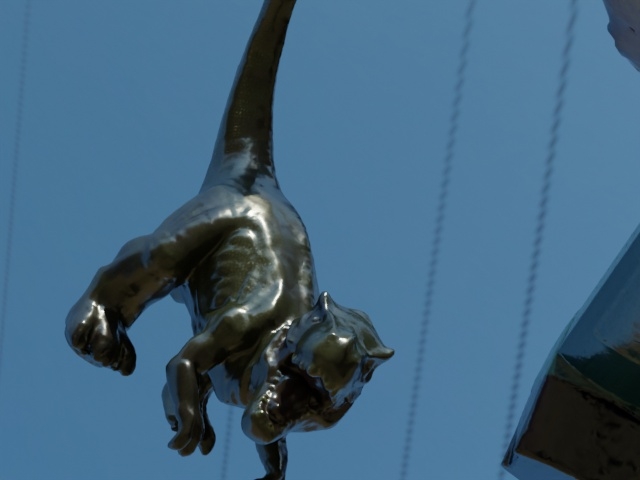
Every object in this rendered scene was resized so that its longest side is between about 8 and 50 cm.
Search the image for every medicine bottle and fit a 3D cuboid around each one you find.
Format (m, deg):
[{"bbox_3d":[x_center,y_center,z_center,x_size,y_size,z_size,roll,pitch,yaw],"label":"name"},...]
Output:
[{"bbox_3d":[0.178,0.036,0.889,0.079,0.258,0.124,29,-128,5],"label":"medicine bottle"}]

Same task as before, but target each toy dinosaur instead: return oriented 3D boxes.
[{"bbox_3d":[0.000,0.000,0.635,0.179,0.187,0.087,-47,-50,-2],"label":"toy dinosaur"}]

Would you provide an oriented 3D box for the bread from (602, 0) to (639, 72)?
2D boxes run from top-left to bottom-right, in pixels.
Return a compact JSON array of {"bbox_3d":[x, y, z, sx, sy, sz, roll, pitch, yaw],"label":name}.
[{"bbox_3d":[0.316,-0.265,1.298,0.358,0.204,0.336,58,-133,-49],"label":"bread"}]
